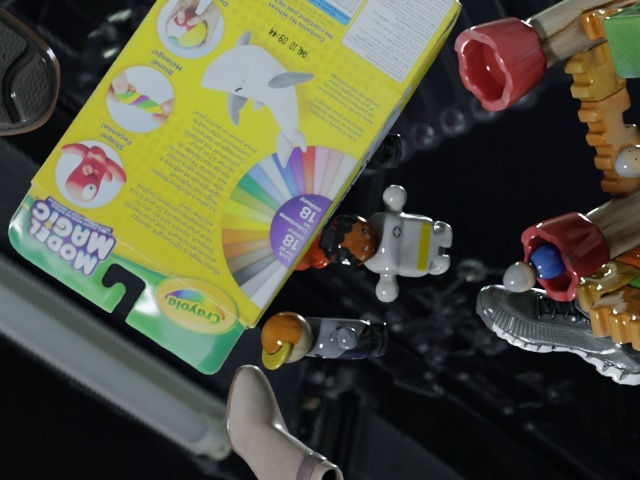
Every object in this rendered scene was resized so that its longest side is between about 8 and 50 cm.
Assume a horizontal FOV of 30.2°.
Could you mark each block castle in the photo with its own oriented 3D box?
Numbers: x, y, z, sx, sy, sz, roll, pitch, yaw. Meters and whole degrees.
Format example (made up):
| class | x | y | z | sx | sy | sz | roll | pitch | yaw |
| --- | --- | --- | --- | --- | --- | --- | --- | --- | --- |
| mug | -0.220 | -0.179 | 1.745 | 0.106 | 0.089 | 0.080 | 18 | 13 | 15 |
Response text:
| class | x | y | z | sx | sy | sz | roll | pitch | yaw |
| --- | --- | --- | --- | --- | --- | --- | --- | --- | --- |
| block castle | 0.308 | -0.061 | 1.013 | 0.213 | 0.453 | 0.303 | -28 | -72 | -20 |

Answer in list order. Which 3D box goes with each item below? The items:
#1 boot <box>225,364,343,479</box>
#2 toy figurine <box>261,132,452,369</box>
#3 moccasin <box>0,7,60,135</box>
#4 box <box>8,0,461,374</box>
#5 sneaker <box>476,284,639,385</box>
| class | x | y | z | sx | sy | sz | roll | pitch | yaw |
| --- | --- | --- | --- | --- | --- | --- | --- | --- | --- |
| boot | -0.019 | 0.143 | 0.769 | 0.042 | 0.087 | 0.118 | -14 | -80 | -36 |
| toy figurine | 0.000 | 0.000 | 1.136 | 0.148 | 0.213 | 0.209 | 6 | -135 | -37 |
| moccasin | -0.405 | -0.158 | 0.968 | 0.380 | 0.147 | 0.139 | 5 | -91 | -9 |
| box | -0.035 | -0.046 | 0.477 | 0.105 | 0.043 | 0.179 | 34 | -99 | -1 |
| sneaker | 0.299 | 0.089 | 1.376 | 0.234 | 0.106 | 0.078 | 21 | -131 | -9 |
